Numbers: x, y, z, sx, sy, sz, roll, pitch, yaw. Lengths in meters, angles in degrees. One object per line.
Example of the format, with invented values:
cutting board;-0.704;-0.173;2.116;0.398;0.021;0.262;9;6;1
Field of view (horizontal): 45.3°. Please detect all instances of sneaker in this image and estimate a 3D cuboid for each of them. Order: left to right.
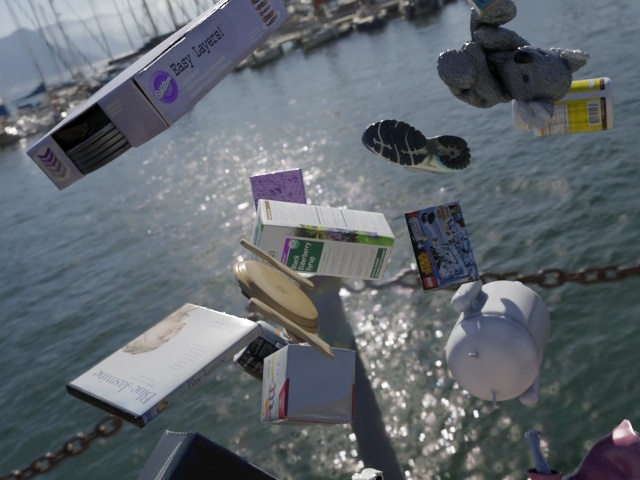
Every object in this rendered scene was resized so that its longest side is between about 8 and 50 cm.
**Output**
sneaker;0.119;0.544;1.733;0.061;0.054;0.152;-19;-13;13
sneaker;0.218;-0.207;1.863;0.283;0.110;0.122;12;-17;-22

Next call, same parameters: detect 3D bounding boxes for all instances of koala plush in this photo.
koala plush;0.370;-0.313;1.424;0.221;0.203;0.196;27;80;35

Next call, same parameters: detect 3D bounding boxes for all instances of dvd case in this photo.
dvd case;-0.235;0.179;1.169;0.180;0.022;0.253;11;34;38

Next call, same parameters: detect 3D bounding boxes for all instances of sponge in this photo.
sponge;-0.085;-0.052;1.728;0.117;0.210;0.031;-7;11;11

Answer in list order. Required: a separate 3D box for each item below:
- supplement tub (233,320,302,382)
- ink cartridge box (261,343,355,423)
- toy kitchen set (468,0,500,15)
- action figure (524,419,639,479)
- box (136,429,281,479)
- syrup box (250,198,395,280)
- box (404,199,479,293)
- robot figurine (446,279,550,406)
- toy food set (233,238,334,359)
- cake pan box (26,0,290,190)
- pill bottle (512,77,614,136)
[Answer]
supplement tub;-0.086;0.271;1.693;0.117;0.190;0.117;-54;10;14
ink cartridge box;-0.026;0.267;1.383;0.127;0.128;0.176;7;-19;-16
toy kitchen set;0.299;-0.484;1.199;0.207;0.122;0.166;-38;-5;9
action figure;0.523;0.521;1.530;0.370;0.248;0.276;-35;42;-2
box;-0.125;0.461;1.215;0.179;0.343;0.312;-61;9;-20
syrup box;0.000;0.000;1.356;0.236;0.093;0.096;6;31;-14
box;0.199;0.010;1.261;0.094;0.137;0.027;-13;-15;5
robot figurine;0.397;0.221;1.704;0.199;0.300;0.353;-37;3;32
toy food set;-0.052;0.074;0.894;0.038;0.132;0.192;-51;19;12
cake pan box;-0.190;-0.181;0.888;0.245;0.070;0.267;-20;25;43
pill bottle;0.550;-0.299;1.738;0.215;0.117;0.117;-3;22;20
